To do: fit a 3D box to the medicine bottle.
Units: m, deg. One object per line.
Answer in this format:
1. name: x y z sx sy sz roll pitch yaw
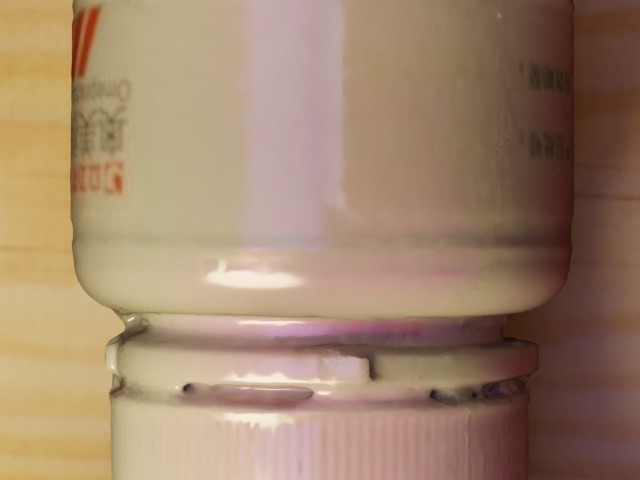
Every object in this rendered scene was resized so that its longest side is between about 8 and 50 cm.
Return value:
1. medicine bottle: 0.000 0.000 0.941 0.256 0.256 0.325 1 91 17
